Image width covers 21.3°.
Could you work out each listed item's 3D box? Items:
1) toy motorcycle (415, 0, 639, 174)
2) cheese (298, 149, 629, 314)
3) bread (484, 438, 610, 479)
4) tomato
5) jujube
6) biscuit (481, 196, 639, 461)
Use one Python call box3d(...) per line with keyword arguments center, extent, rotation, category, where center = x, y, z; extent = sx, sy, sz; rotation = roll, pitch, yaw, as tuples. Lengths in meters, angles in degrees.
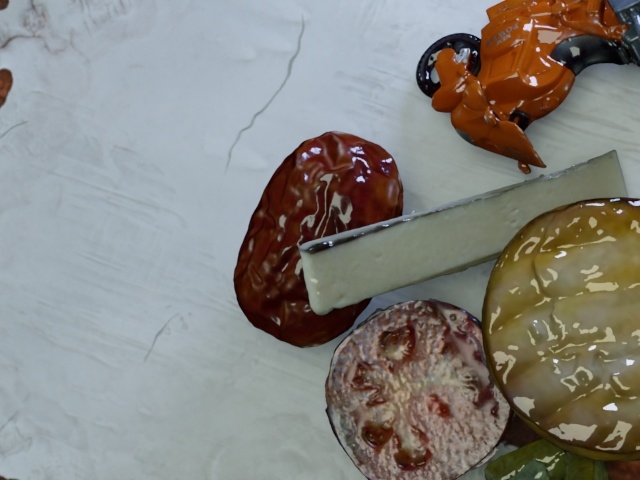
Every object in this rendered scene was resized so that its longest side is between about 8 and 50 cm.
box3d(center=(0.272, -0.203, 1.952), extent=(0.326, 0.148, 0.221), rotation=(-25, 54, 14), category="toy motorcycle")
box3d(center=(0.167, -0.010, 1.911), extent=(0.400, 0.034, 0.085), rotation=(-17, 102, -15), category="cheese")
box3d(center=(0.228, 0.337, 1.874), extent=(0.186, 0.124, 0.257), rotation=(12, 78, 31), category="bread")
box3d(center=(0.117, 0.180, 1.953), extent=(0.225, 0.085, 0.225), rotation=(-2, 84, 15), category="tomato")
box3d(center=(0.000, 0.000, 1.963), extent=(0.174, 0.174, 0.250), rotation=(21, 83, 15), category="jujube")
box3d(center=(0.320, 0.097, 1.858), extent=(0.296, 0.102, 0.296), rotation=(-1, 72, 3), category="biscuit")
